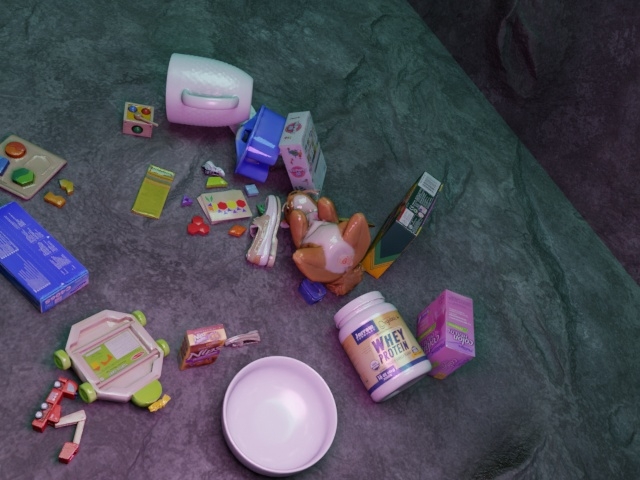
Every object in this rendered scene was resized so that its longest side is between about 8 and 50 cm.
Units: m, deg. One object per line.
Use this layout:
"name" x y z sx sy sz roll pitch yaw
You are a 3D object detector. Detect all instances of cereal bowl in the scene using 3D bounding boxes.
"cereal bowl" -0.131 0.521 1.480 0.338 0.141 0.339 13 50 -16

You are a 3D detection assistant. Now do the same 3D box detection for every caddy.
"caddy" -0.261 -0.405 2.083 0.179 0.241 0.342 22 47 -14

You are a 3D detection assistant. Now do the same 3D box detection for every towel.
"towel" -0.621 -0.184 1.883 0.102 0.021 0.237 16 50 -13

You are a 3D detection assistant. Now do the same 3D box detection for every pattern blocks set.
"pattern blocks set" -0.372 -0.132 1.956 0.324 0.026 0.286 -2 56 -27

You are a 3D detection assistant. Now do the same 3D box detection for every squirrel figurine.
"squirrel figurine" 0.000 0.000 1.869 0.281 0.397 0.370 -38 45 -7

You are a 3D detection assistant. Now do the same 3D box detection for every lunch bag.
"lunch bag" -0.028 0.183 1.846 0.067 0.065 0.098 -28 69 -38

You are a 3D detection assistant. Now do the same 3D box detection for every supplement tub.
"supplement tub" 0.201 0.354 1.711 0.228 0.228 0.316 -15 62 -34

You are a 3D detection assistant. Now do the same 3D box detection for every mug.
"mug" -0.445 -0.588 2.049 0.327 0.277 0.374 6 24 -9

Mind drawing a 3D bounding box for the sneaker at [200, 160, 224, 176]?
"sneaker" -0.439 -0.274 2.033 0.098 0.038 0.069 33 48 15

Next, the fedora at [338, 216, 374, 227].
"fedora" 0.129 -0.045 2.068 0.194 0.194 0.079 10 90 -18

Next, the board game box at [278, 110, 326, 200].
"board game box" -0.067 -0.341 2.083 0.097 0.304 0.224 -2 47 15

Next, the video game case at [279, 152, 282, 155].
"video game case" -0.133 -0.436 2.313 0.190 0.022 0.173 24 48 -6

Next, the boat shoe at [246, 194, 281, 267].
"boat shoe" -0.213 -0.048 1.899 0.103 0.113 0.303 10 57 -13

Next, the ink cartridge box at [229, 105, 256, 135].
"ink cartridge box" -0.397 -0.589 2.304 0.189 0.066 0.233 -34 95 -40

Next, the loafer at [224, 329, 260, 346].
"loafer" -0.252 0.327 1.643 0.125 0.045 0.039 -12 67 -36

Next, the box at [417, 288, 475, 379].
"box" 0.452 0.345 1.848 0.117 0.214 0.243 20 49 -10

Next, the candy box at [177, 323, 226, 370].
"candy box" -0.355 0.319 1.500 0.109 0.187 0.053 -6 57 -29

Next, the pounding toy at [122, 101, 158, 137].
"pounding toy" -0.717 -0.481 2.017 0.130 0.100 0.141 6 52 -21

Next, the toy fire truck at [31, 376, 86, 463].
"toy fire truck" -0.672 0.468 1.327 0.135 0.047 0.192 23 47 -8

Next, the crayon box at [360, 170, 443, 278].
"crayon box" 0.324 -0.064 2.040 0.106 0.313 0.363 36 47 0

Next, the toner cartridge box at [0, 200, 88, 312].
"toner cartridge box" -0.892 0.045 1.537 0.347 0.075 0.165 41 49 9

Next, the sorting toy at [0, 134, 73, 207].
"sorting toy" -0.989 -0.240 1.737 0.307 0.041 0.229 27 48 -4

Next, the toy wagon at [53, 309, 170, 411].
"toy wagon" -0.563 0.354 1.435 0.344 0.068 0.267 46 40 12
